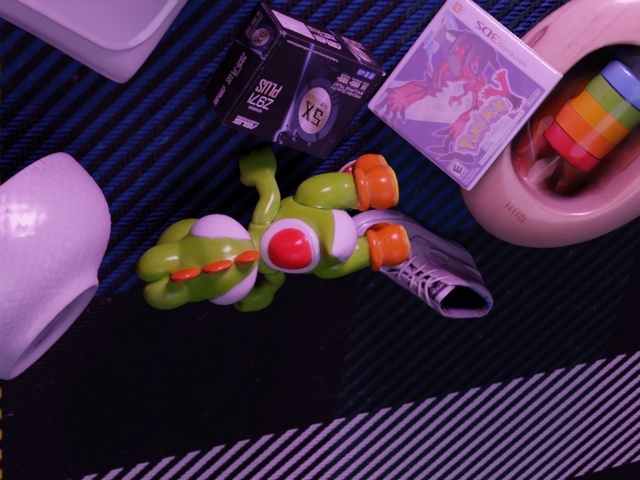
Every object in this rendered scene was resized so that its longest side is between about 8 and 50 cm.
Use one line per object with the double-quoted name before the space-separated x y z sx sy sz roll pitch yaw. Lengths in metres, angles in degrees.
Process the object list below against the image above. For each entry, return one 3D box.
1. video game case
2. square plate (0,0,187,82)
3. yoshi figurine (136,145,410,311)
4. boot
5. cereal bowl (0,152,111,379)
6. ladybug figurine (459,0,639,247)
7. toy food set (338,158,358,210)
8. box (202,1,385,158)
"video game case" 0.190 -0.198 2.138 0.201 0.183 0.023 -52 171 20
"square plate" -0.235 -0.365 1.806 0.344 0.049 0.347 27 108 -44
"yoshi figurine" -0.078 -0.002 2.159 0.362 0.203 0.203 -15 152 -14
"boot" 0.150 0.039 2.349 0.258 0.123 0.095 16 118 -39
"cereal bowl" -0.370 0.061 1.926 0.339 0.141 0.339 -48 177 -4
"ladybug figurine" 0.379 -0.188 2.214 0.449 0.162 0.305 -42 108 16
"toy food set" 0.056 -0.081 2.263 0.083 0.020 0.082 -29 137 -5
"box" -0.034 -0.203 2.062 0.180 0.077 0.147 17 119 -39
